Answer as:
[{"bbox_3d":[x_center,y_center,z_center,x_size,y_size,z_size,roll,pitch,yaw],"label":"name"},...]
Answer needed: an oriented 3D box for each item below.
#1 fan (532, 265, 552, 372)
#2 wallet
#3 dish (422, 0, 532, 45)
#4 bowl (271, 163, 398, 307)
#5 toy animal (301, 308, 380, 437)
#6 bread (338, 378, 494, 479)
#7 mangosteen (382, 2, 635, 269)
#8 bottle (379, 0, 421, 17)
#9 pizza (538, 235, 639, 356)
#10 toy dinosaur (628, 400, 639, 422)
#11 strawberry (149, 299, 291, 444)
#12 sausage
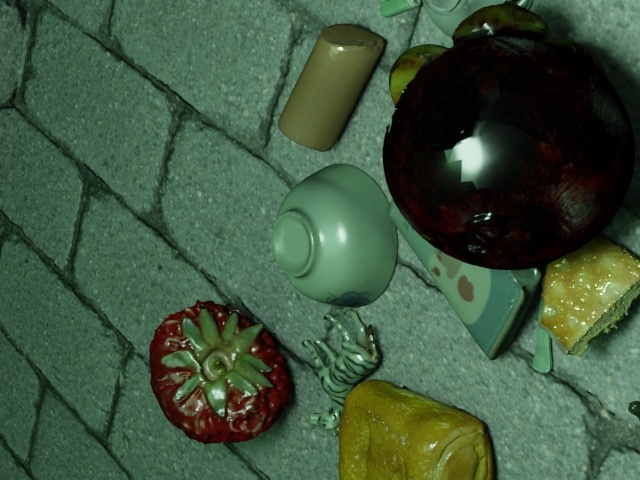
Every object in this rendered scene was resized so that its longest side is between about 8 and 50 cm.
[{"bbox_3d":[0.381,0.131,2.113,0.038,0.016,0.193,12,107,44],"label":"fan"},{"bbox_3d":[0.245,0.006,2.173,0.360,0.083,0.252,56,151,26],"label":"wallet"},{"bbox_3d":[0.242,-0.431,2.120,0.246,0.078,0.224,38,123,38],"label":"dish"},{"bbox_3d":[0.000,0.000,2.427,0.289,0.146,0.289,13,107,47],"label":"bowl"},{"bbox_3d":[0.031,0.251,2.490,0.170,0.090,0.255,42,129,31],"label":"toy animal"},{"bbox_3d":[0.159,0.451,2.326,0.337,0.148,0.328,21,113,46],"label":"bread"},{"bbox_3d":[0.271,-0.164,1.909,0.381,0.381,0.421,-35,64,46],"label":"mangosteen"},{"bbox_3d":[0.146,-0.429,2.267,0.083,0.030,0.030,-10,90,48],"label":"bottle"},{"bbox_3d":[0.426,0.075,2.013,0.188,0.081,0.204,-53,45,13],"label":"pizza"},{"bbox_3d":[0.559,0.253,1.829,0.179,0.187,0.087,144,110,-75],"label":"toy dinosaur"},{"bbox_3d":[-0.234,0.311,2.676,0.317,0.295,0.345,31,147,1],"label":"strawberry"},{"bbox_3d":[0.019,-0.297,2.370,0.123,0.123,0.253,51,130,30],"label":"sausage"}]
